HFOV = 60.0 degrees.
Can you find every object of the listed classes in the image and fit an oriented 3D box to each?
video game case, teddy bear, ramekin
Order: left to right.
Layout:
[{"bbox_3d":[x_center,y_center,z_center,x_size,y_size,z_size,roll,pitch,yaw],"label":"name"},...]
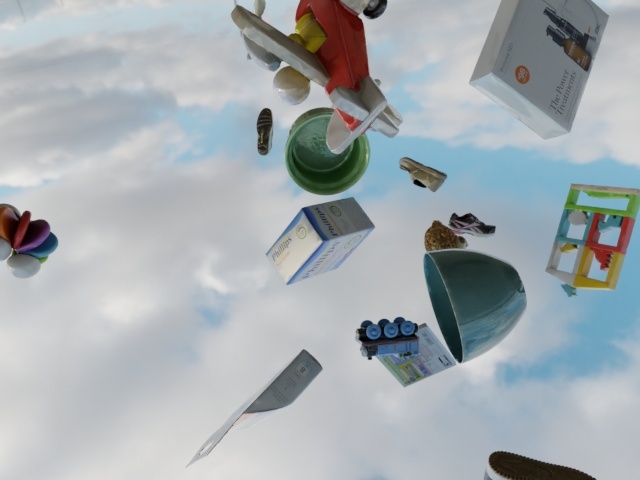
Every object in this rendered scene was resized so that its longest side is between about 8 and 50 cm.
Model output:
[{"bbox_3d":[0.016,-0.327,1.983,0.304,0.303,0.148,-11,-149,-2],"label":"ramekin"},{"bbox_3d":[0.295,0.365,1.745,0.193,0.212,0.023,-29,-148,18],"label":"video game case"},{"bbox_3d":[0.423,0.095,1.765,0.113,0.337,0.245,6,-155,36],"label":"teddy bear"}]

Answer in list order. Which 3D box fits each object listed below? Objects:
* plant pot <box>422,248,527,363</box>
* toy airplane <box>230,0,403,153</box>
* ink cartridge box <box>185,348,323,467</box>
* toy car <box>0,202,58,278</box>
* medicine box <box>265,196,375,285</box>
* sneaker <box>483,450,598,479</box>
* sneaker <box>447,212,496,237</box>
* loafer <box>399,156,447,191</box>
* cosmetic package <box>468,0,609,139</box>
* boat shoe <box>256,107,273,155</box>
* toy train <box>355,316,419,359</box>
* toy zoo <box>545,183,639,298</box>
[{"bbox_3d":[0.398,0.142,1.398,0.196,0.290,0.290,-16,-151,0],"label":"plant pot"},{"bbox_3d":[0.012,-0.345,1.162,0.273,0.386,0.384,-22,-161,37],"label":"toy airplane"},{"bbox_3d":[-0.187,0.497,1.552,0.091,0.308,0.385,45,-125,3],"label":"ink cartridge box"},{"bbox_3d":[-0.716,-0.012,1.332,0.136,0.182,0.159,-26,-133,17],"label":"toy car"},{"bbox_3d":[0.000,0.000,1.948,0.289,0.263,0.149,-17,-116,-48],"label":"medicine box"},{"bbox_3d":[0.497,0.577,1.226,0.282,0.153,0.099,15,-151,14],"label":"sneaker"},{"bbox_3d":[0.542,-0.059,1.971,0.178,0.077,0.072,5,-162,-8],"label":"sneaker"},{"bbox_3d":[0.217,-0.146,1.224,0.056,0.050,0.148,19,-170,-31],"label":"loafer"},{"bbox_3d":[0.574,-0.498,1.440,0.377,0.285,0.097,-67,-161,-13],"label":"cosmetic package"},{"bbox_3d":[-0.216,-0.438,2.214,0.068,0.189,0.072,17,-155,15],"label":"boat shoe"},{"bbox_3d":[0.184,0.270,1.519,0.184,0.105,0.080,-4,-176,-15],"label":"toy train"},{"bbox_3d":[0.679,0.006,1.400,0.030,0.293,0.192,14,-178,-28],"label":"toy zoo"}]
